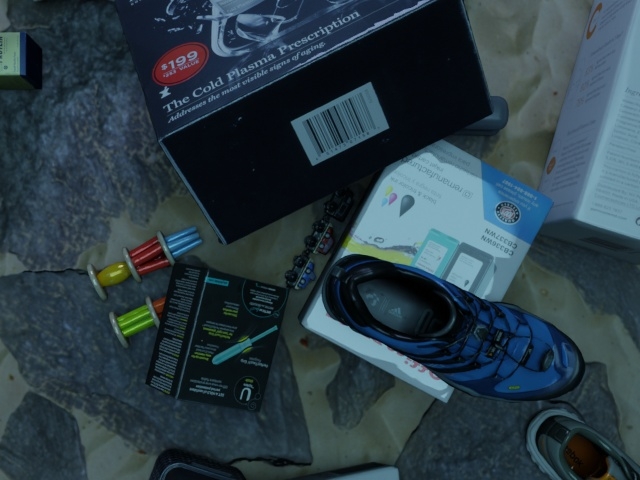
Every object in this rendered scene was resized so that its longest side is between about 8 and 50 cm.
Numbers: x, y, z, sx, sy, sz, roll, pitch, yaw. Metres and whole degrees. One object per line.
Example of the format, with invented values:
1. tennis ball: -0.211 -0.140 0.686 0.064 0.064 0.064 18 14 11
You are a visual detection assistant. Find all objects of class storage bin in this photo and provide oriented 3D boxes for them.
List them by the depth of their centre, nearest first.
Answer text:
1. storage bin: -0.169 0.367 1.233 0.122 0.084 0.180 21 87 -14

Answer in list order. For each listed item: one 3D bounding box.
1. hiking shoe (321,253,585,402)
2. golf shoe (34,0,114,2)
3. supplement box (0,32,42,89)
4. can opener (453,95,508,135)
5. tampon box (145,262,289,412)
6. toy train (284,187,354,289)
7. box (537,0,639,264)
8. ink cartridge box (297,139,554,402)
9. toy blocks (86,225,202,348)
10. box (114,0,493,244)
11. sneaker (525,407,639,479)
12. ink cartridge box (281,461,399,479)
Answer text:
1. hiking shoe: 0.145 0.104 1.051 0.304 0.132 0.113 19 88 -2
2. golf shoe: -0.330 -0.341 1.286 0.198 0.077 0.094 31 97 6
3. supplement box: -0.409 -0.230 1.264 0.083 0.083 0.056 -1 86 -2
4. can opener: 0.105 -0.182 1.291 0.280 0.074 0.093 5 86 -3
5. tampon box: -0.130 0.121 1.230 0.120 0.101 0.161 16 85 -31
6. toy train: 0.000 0.000 1.302 0.036 0.027 0.158 30 85 -12
7. box: 0.410 -0.158 1.235 0.168 0.215 0.345 17 87 -2
8. ink cartridge box: 0.119 0.030 1.218 0.198 0.197 0.270 28 87 -1
9. toy blocks: -0.210 0.055 1.274 0.148 0.054 0.123 -25 88 -4
10. box: -0.031 -0.218 1.141 0.343 0.179 0.312 -27 44 1
11. sneaker: 0.382 0.326 1.262 0.271 0.108 0.100 39 84 -2
12. ink cartridge box: -0.018 0.414 1.204 0.275 0.060 0.238 -3 88 -31
